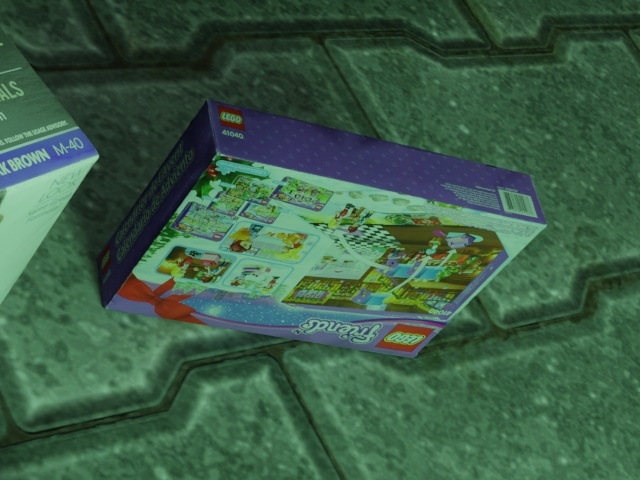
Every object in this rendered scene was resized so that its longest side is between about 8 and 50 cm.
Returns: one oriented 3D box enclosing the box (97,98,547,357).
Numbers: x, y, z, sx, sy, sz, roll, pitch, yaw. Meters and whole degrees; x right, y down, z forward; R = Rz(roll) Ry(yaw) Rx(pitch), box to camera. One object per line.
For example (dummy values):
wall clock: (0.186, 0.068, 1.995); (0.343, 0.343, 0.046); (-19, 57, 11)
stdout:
box: (0.000, 0.000, 1.186); (0.293, 0.201, 0.057); (11, 48, -30)

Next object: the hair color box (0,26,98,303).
hair color box: (-0.280, 0.042, 0.831); (0.110, 0.339, 0.185); (50, 41, 13)
